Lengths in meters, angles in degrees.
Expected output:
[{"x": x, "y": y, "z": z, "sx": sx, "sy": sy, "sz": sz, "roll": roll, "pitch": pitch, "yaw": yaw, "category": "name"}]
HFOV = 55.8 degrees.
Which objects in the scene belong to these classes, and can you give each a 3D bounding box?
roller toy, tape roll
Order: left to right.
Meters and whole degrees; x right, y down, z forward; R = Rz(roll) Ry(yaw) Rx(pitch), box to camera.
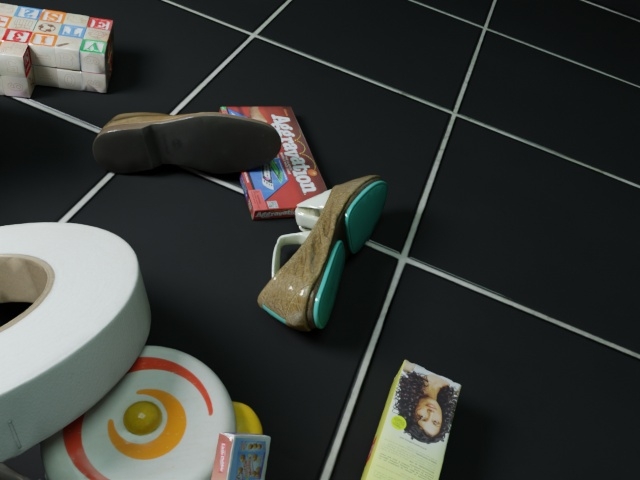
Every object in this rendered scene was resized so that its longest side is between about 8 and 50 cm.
[{"x": -0.380, "y": 0.095, "z": 0.639, "sx": 0.392, "sy": 0.072, "sz": 0.392, "roll": -4, "pitch": 27, "yaw": 2, "category": "tape roll"}, {"x": -0.187, "y": 0.217, "z": 0.640, "sx": 0.209, "sy": 0.146, "sz": 0.191, "roll": 32, "pitch": 47, "yaw": 13, "category": "roller toy"}]

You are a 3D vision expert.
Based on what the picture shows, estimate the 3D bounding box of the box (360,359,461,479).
[{"x": 0.105, "y": 0.265, "z": 0.747, "sx": 0.087, "sy": 0.058, "sz": 0.232, "roll": 23, "pitch": 46, "yaw": 5, "category": "box"}]

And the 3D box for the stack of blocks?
[{"x": -0.542, "y": -0.346, "z": 1.105, "sx": 0.297, "sy": 0.087, "sz": 0.171, "roll": 4, "pitch": 47, "yaw": -14, "category": "stack of blocks"}]

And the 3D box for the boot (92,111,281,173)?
[{"x": -0.220, "y": -0.184, "z": 1.030, "sx": 0.306, "sy": 0.112, "sz": 0.115, "roll": -1, "pitch": 36, "yaw": -5, "category": "boot"}]

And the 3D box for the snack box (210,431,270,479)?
[{"x": -0.086, "y": 0.279, "z": 0.582, "sx": 0.022, "sy": 0.064, "sz": 0.178, "roll": -1, "pitch": 72, "yaw": 31, "category": "snack box"}]

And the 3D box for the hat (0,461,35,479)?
[{"x": -0.270, "y": 0.310, "z": 0.496, "sx": 0.331, "sy": 0.331, "sz": 0.134, "roll": 28, "pitch": 7, "yaw": 10, "category": "hat"}]

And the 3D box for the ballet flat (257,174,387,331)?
[{"x": 0.000, "y": 0.000, "z": 0.948, "sx": 0.124, "sy": 0.116, "sz": 0.342, "roll": 11, "pitch": 46, "yaw": 20, "category": "ballet flat"}]

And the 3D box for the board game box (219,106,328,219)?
[{"x": -0.086, "y": -0.151, "z": 1.103, "sx": 0.145, "sy": 0.027, "sz": 0.281, "roll": -5, "pitch": 49, "yaw": -22, "category": "board game box"}]
